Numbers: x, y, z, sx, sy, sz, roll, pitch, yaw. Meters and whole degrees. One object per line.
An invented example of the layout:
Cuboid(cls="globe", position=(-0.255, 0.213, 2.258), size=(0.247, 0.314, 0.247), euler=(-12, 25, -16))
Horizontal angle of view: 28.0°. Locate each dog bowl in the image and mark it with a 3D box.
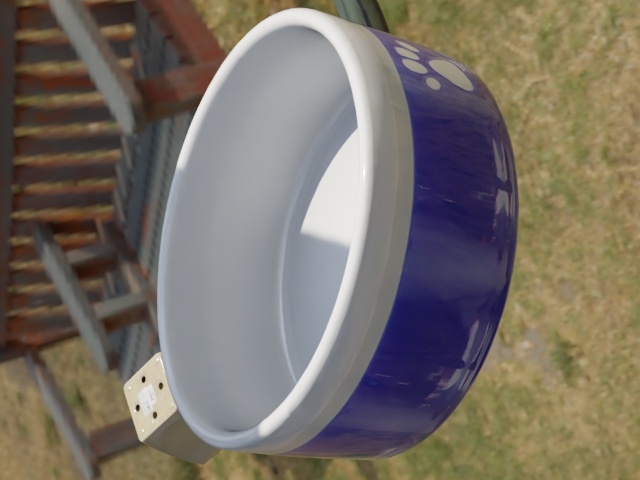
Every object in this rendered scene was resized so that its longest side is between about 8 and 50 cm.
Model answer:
Cuboid(cls="dog bowl", position=(0.000, 0.000, 0.785), size=(0.265, 0.104, 0.265), euler=(-30, 55, 54))

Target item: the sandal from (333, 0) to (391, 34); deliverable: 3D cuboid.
Cuboid(cls="sandal", position=(0.040, -0.095, 1.005), size=(0.120, 0.086, 0.303), euler=(54, -167, -77))

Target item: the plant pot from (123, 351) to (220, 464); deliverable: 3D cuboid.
Cuboid(cls="plant pot", position=(-0.153, 0.176, 1.428), size=(0.109, 0.096, 0.109), euler=(-43, 55, 30))
